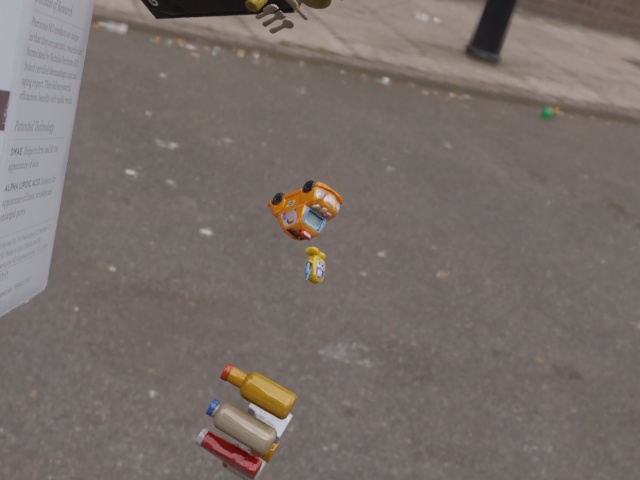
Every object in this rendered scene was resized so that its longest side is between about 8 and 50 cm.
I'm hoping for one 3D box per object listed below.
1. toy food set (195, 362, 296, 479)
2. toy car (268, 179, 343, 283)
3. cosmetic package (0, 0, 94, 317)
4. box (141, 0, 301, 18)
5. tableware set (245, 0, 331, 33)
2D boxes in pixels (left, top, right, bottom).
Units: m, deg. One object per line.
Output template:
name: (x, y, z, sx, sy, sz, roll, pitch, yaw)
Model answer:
toy food set: (-0.111, 0.265, 1.385, 0.104, 0.232, 0.111, 30, 64, 7)
toy car: (0.000, 0.000, 0.804, 0.060, 0.122, 0.040, -8, 57, 18)
cosmetic package: (-0.247, -0.160, 0.564, 0.217, 0.385, 0.156, 9, 8, -2)
box: (-0.185, -0.410, 1.192, 0.257, 0.079, 0.322, 6, -30, 34)
tableware set: (-0.044, -0.285, 1.074, 0.104, 0.024, 0.154, 42, -26, -23)
